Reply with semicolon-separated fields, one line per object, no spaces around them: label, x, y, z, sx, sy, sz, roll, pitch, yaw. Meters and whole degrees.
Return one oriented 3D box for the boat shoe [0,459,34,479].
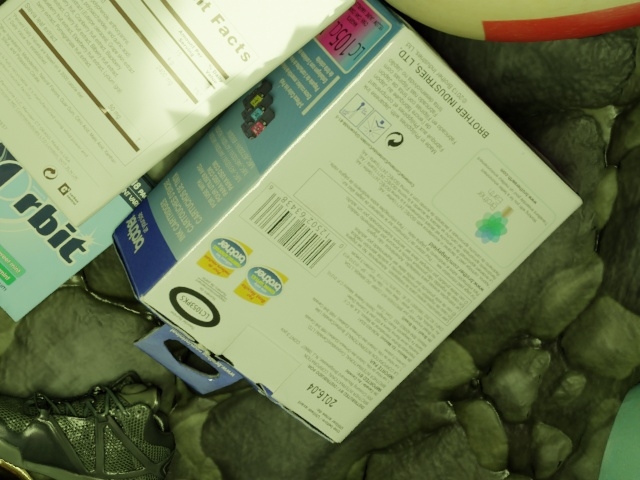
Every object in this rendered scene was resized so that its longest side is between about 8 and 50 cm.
boat shoe;-0.398;0.186;1.388;0.104;0.111;0.307;-41;123;6

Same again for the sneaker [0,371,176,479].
sneaker;-0.239;0.170;1.419;0.227;0.087;0.130;27;101;-21

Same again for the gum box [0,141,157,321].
gum box;-0.267;-0.040;1.358;0.184;0.041;0.157;-39;112;6

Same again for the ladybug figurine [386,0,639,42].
ladybug figurine;0.241;-0.291;1.233;0.449;0.305;0.162;-12;140;11

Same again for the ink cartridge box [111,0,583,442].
ink cartridge box;0.000;0.000;1.344;0.395;0.151;0.270;-46;120;6

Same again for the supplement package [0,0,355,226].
supplement package;-0.132;-0.181;1.197;0.293;0.177;0.175;-38;99;11

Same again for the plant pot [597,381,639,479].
plant pot;0.394;0.239;1.477;0.195;0.290;0.290;16;110;22
